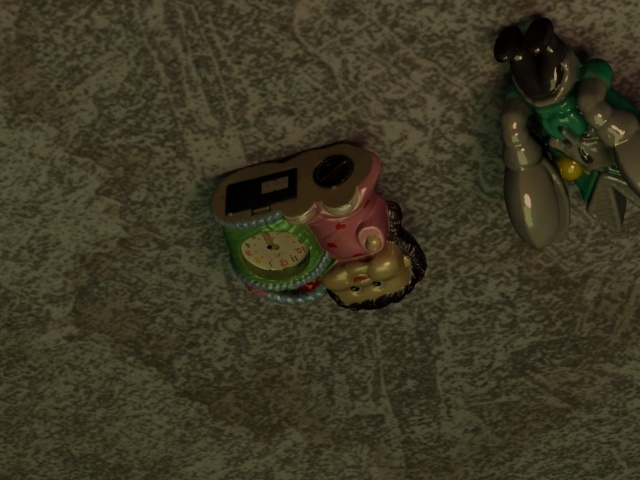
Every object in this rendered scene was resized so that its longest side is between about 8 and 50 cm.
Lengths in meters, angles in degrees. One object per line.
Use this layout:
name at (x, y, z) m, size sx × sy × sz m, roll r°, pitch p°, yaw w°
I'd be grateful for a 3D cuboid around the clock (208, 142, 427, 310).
clock at (0.000, 0.000, 2.034) m, size 0.194 × 0.100 × 0.195 m, roll -13°, pitch 137°, yaw 17°

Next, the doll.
doll at (0.245, -0.086, 1.918) m, size 0.258 × 0.153 × 0.195 m, roll 31°, pitch 144°, yaw -12°
